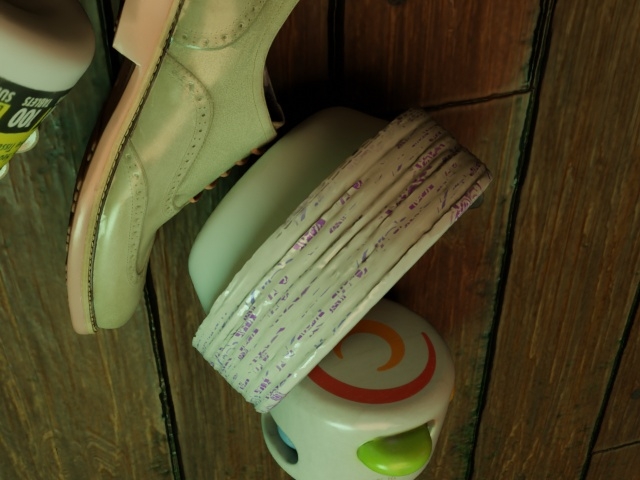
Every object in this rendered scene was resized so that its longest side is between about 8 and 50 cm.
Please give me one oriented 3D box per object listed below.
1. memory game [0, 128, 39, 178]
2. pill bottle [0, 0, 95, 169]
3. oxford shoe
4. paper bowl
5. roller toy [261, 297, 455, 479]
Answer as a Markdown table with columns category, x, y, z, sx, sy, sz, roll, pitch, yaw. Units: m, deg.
| category | x | y | z | sx | sy | sz | roll | pitch | yaw |
| --- | --- | --- | --- | --- | --- | --- | --- | --- | --- |
| memory game | -0.310 | -0.109 | 0.744 | 0.186 | 0.012 | 0.186 | -11 | 132 | -13 |
| pill bottle | -0.322 | -0.070 | 0.634 | 0.334 | 0.188 | 0.188 | -44 | 131 | 17 |
| oxford shoe | -0.109 | -0.073 | 0.751 | 0.147 | 0.140 | 0.397 | 14 | 124 | -15 |
| paper bowl | 0.000 | 0.000 | 0.816 | 0.148 | 0.284 | 0.284 | 43 | 111 | 4 |
| roller toy | 0.037 | 0.163 | 0.998 | 0.191 | 0.209 | 0.146 | 18 | 129 | 12 |
